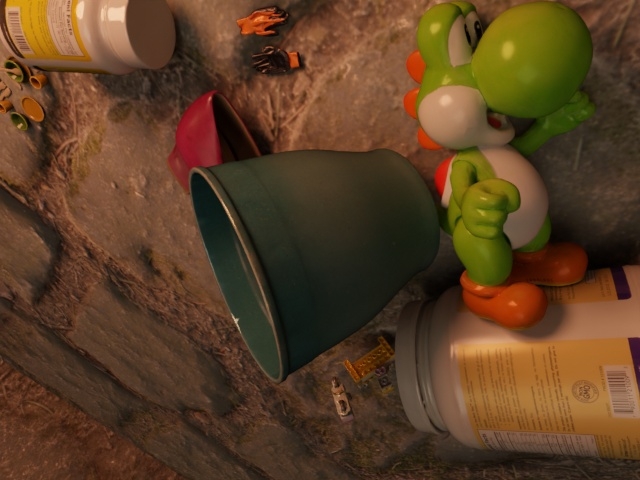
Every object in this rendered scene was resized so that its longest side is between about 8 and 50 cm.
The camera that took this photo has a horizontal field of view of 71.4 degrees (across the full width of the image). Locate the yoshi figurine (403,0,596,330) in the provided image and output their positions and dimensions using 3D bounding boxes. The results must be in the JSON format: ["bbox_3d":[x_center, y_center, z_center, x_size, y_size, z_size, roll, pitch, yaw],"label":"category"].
[{"bbox_3d":[0.219,-0.090,0.491,0.202,0.204,0.362,-19,107,11],"label":"yoshi figurine"}]

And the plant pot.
[{"bbox_3d":[0.000,0.000,0.581,0.272,0.255,0.272,49,152,39],"label":"plant pot"}]

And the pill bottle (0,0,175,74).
[{"bbox_3d":[-0.314,-0.289,0.606,0.208,0.119,0.119,9,130,17],"label":"pill bottle"}]

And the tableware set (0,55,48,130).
[{"bbox_3d":[-0.535,-0.260,0.792,0.154,0.024,0.104,-19,118,34],"label":"tableware set"}]

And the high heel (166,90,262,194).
[{"bbox_3d":[-0.085,-0.043,0.695,0.377,0.127,0.181,44,142,-10],"label":"high heel"}]

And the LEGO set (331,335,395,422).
[{"bbox_3d":[0.162,0.260,0.862,0.286,0.132,0.107,-15,141,6],"label":"LEGO set"}]

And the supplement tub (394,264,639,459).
[{"bbox_3d":[0.298,0.171,0.632,0.331,0.241,0.241,-11,122,31],"label":"supplement tub"}]

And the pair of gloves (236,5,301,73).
[{"bbox_3d":[-0.067,-0.264,0.592,0.074,0.010,0.083,-1,129,23],"label":"pair of gloves"}]
